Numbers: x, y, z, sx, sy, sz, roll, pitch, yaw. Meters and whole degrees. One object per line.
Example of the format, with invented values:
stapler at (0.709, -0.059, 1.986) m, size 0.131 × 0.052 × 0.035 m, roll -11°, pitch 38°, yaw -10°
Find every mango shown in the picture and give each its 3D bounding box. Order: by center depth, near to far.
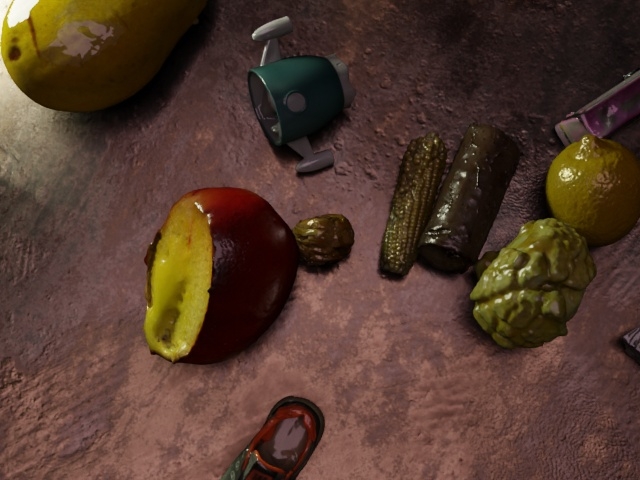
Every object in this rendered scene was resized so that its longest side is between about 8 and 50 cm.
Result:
mango at (-0.402, -0.428, 1.917) m, size 0.445 × 0.220 × 0.301 m, roll -33°, pitch 79°, yaw -10°

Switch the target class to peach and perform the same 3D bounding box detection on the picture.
peach at (-0.202, 0.070, 1.802) m, size 0.281 × 0.281 × 0.338 m, roll 44°, pitch 81°, yaw 7°

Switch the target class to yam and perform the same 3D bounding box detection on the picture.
yam at (0.287, -0.081, 1.891) m, size 0.131 × 0.131 × 0.280 m, roll 24°, pitch 73°, yaw 4°

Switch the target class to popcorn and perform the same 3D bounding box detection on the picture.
popcorn at (0.389, 0.079, 1.815) m, size 0.195 × 0.255 × 0.256 m, roll 30°, pitch 91°, yaw -9°

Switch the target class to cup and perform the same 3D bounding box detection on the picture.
cup at (-0.033, -0.284, 1.927) m, size 0.173 × 0.167 × 0.300 m, roll -23°, pitch 106°, yaw -15°

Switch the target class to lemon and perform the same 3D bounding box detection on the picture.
lemon at (0.516, -0.089, 1.874) m, size 0.187 × 0.244 × 0.187 m, roll -8°, pitch 34°, yaw 6°

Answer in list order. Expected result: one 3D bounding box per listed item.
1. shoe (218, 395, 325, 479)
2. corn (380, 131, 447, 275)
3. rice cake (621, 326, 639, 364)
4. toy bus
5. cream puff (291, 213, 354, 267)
shoe at (-0.108, 0.426, 1.774) m, size 0.132 × 0.171 × 0.336 m, roll 36°, pitch 80°, yaw 5°
corn at (0.177, -0.073, 1.923) m, size 0.086 × 0.086 × 0.288 m, roll 16°, pitch 81°, yaw 2°
rice cake at (0.715, 0.290, 1.872) m, size 0.365 × 0.056 × 0.073 m, roll 41°, pitch 81°, yaw 7°
toy bus at (0.600, -0.273, 1.959) m, size 0.274 × 0.112 × 0.090 m, roll -34°, pitch 88°, yaw -7°
cream puff at (0.000, 0.000, 1.894) m, size 0.133 × 0.119 × 0.104 m, roll -11°, pitch 97°, yaw 24°
